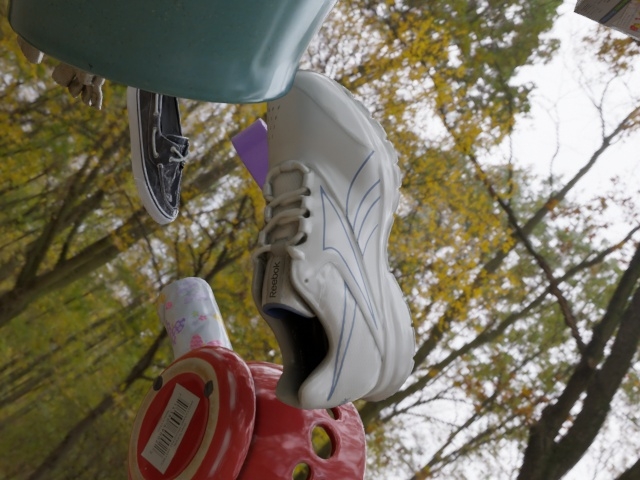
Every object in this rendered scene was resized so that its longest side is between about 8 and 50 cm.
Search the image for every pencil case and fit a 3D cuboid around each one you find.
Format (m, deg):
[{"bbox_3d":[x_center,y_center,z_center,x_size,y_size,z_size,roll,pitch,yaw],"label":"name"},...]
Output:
[{"bbox_3d":[-0.244,0.197,1.385,0.113,0.124,0.273,77,-12,-45],"label":"pencil case"}]

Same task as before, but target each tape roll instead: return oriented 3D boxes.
[{"bbox_3d":[-0.101,-0.159,1.706,0.275,0.090,0.275,54,3,-5],"label":"tape roll"}]

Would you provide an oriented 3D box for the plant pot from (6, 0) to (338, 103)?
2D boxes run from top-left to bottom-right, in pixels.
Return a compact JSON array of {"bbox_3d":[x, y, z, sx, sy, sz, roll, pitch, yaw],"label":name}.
[{"bbox_3d":[-0.069,-0.228,0.406,0.271,0.271,0.255,36,-59,35],"label":"plant pot"}]

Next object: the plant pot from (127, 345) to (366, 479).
[{"bbox_3d":[-0.077,0.207,0.692,0.174,0.191,0.191,33,-9,-39],"label":"plant pot"}]

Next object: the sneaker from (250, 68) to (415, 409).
[{"bbox_3d":[0.000,0.000,0.590,0.111,0.129,0.297,-13,-92,41],"label":"sneaker"}]

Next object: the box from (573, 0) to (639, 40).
[{"bbox_3d":[0.524,-0.376,1.127,0.186,0.038,0.145,22,-10,-3],"label":"box"}]

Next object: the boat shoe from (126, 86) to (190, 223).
[{"bbox_3d":[-0.317,-0.187,1.438,0.102,0.108,0.301,-9,-94,21],"label":"boat shoe"}]

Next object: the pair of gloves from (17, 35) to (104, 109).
[{"bbox_3d":[-0.315,-0.299,0.892,0.240,0.042,0.204,41,-60,36],"label":"pair of gloves"}]
